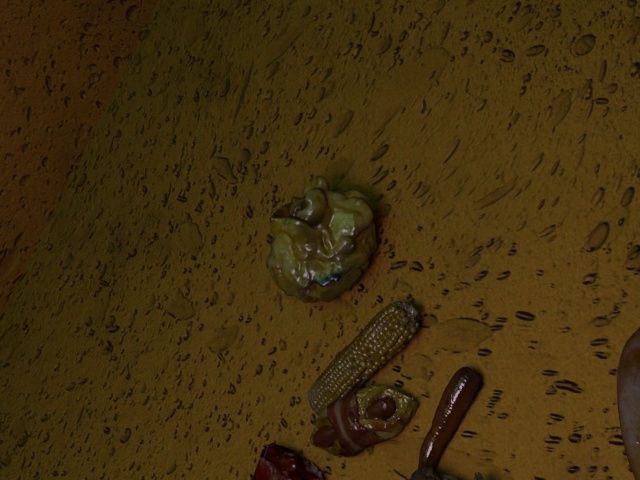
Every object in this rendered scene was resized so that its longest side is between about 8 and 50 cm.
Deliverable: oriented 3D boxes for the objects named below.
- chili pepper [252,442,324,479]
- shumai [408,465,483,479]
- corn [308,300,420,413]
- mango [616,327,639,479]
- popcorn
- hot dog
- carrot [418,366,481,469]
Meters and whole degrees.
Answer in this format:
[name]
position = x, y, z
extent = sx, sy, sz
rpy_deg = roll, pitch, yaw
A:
[chili pepper]
position = -0.094, 0.574, 1.826
extent = 0.144, 0.136, 0.253
rpy_deg = 19, 94, -1
[shumai]
position = 0.239, 0.496, 1.566
extent = 0.153, 0.161, 0.209
rpy_deg = -17, 22, 1
[corn]
position = 0.091, 0.247, 1.822
extent = 0.320, 0.097, 0.097
rpy_deg = -47, 48, 16
[mango]
position = 0.576, 0.293, 1.323
extent = 0.221, 0.199, 0.384
rpy_deg = -22, 59, 32
[popcorn]
position = 0.000, 0.000, 1.931
extent = 0.252, 0.215, 0.286
rpy_deg = 44, 96, 3
[hot dog]
position = 0.075, 0.371, 1.765
extent = 0.261, 0.093, 0.123
rpy_deg = -35, 66, 22
[carrot]
position = 0.241, 0.356, 1.673
extent = 0.059, 0.059, 0.248
rpy_deg = 27, 91, 43
